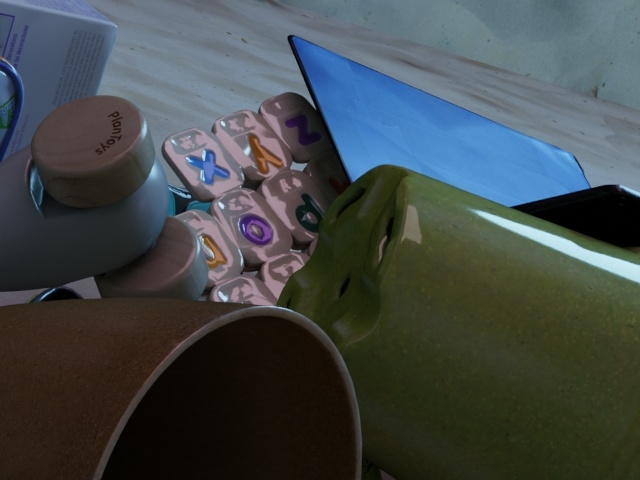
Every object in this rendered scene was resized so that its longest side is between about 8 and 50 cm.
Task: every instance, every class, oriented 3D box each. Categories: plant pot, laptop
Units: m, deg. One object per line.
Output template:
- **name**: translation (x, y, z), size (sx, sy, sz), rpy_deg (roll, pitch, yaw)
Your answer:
- **plant pot**: translation (-0.148, 0.129, 1.042), size (0.254, 0.237, 0.237), rpy_deg (12, 9, 34)
- **plant pot**: translation (0.111, 0.079, 1.272), size (0.254, 0.276, 0.276), rpy_deg (28, 13, -18)
- **laptop**: translation (0.230, -0.056, 1.567), size (0.382, 0.236, 0.408), rpy_deg (18, -20, -37)

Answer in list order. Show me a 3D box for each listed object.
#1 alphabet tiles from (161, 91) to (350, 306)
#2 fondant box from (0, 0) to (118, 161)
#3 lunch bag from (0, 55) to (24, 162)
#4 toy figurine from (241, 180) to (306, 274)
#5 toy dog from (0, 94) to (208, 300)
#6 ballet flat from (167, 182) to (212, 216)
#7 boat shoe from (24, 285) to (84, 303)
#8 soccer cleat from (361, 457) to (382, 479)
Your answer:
- **alphabet tiles**: translation (0.000, 0.000, 1.546), size (0.284, 0.021, 0.278), rpy_deg (-25, 69, -41)
- **fondant box**: translation (-0.359, -0.110, 1.504), size (0.330, 0.238, 0.096), rpy_deg (8, 20, -35)
- **lunch bag**: translation (-0.391, -0.077, 1.370), size (0.303, 0.243, 0.115), rpy_deg (15, 17, -36)
- **toy figurine**: translation (0.015, 0.006, 1.722), size (0.210, 0.148, 0.213), rpy_deg (4, 22, -43)
- **toy dog**: translation (-0.245, -0.031, 1.318), size (0.334, 0.220, 0.161), rpy_deg (4, 40, -9)
- **ballet flat**: translation (-0.152, -0.022, 1.804), size (0.213, 0.072, 0.068), rpy_deg (8, -8, -38)
- **boat shoe**: translation (-0.198, 0.097, 1.309), size (0.081, 0.068, 0.228), rpy_deg (17, 16, -11)
- **soccer cleat**: translation (-0.014, 0.152, 1.307), size (0.121, 0.093, 0.289), rpy_deg (23, 16, 6)
